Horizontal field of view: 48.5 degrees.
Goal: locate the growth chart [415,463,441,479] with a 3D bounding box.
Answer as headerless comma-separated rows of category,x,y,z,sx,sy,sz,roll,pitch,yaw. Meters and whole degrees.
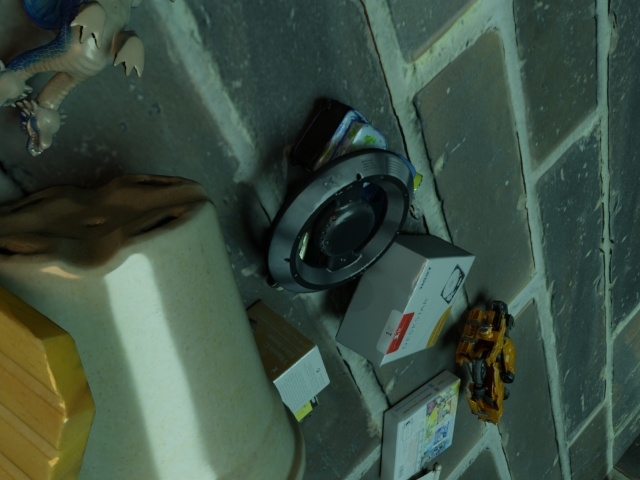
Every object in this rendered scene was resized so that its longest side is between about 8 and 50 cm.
growth chart,0.195,0.604,1.628,0.237,0.021,0.172,-7,121,-43

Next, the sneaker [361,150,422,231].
sneaker,0.056,-0.039,1.040,0.082,0.069,0.209,34,100,-16

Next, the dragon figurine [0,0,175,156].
dragon figurine,-0.203,-0.215,0.627,0.085,0.144,0.289,32,72,-49

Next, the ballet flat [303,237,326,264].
ballet flat,0.000,0.000,1.022,0.041,0.041,0.114,19,101,-50

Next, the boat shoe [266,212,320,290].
boat shoe,-0.044,-0.004,0.961,0.049,0.056,0.152,15,105,-34

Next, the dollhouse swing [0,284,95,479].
dollhouse swing,-0.392,0.150,0.507,0.315,0.305,0.347,1,115,-46

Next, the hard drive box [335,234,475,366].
hard drive box,0.141,0.088,1.138,0.232,0.089,0.181,-1,117,-60

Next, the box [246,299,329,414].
box,-0.097,0.188,0.968,0.170,0.130,0.091,-38,138,-22

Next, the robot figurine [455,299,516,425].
robot figurine,0.346,0.254,1.474,0.211,0.085,0.291,-63,146,-31

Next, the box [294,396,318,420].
box,-0.118,0.278,1.043,0.232,0.087,0.058,-37,135,-21

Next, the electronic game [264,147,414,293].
electronic game,0.028,-0.021,0.925,0.229,0.048,0.229,-25,142,-21

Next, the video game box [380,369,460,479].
video game box,0.208,0.394,1.482,0.187,0.048,0.205,-24,130,-31

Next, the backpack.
backpack,0.037,-0.117,0.939,0.114,0.084,0.105,21,103,-54

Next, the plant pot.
plant pot,-0.196,0.109,0.706,0.334,0.334,0.305,-23,118,-34
